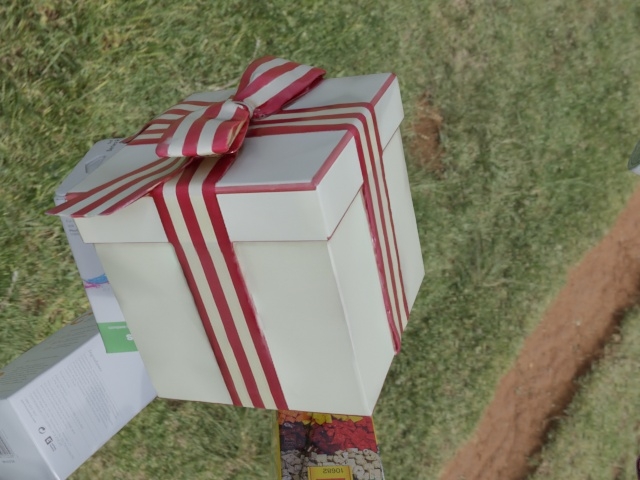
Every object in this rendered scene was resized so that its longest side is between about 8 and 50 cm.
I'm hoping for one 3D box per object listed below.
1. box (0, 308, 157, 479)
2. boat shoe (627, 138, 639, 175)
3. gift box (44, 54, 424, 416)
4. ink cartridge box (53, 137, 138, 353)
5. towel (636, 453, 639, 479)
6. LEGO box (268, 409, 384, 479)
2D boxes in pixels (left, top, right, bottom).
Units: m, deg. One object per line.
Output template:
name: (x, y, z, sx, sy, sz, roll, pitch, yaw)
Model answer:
box: (-0.443, 0.262, 1.297, 0.345, 0.214, 0.168, -41, 111, -50)
boat shoe: (0.459, -0.126, 0.807, 0.091, 0.302, 0.114, 27, 86, 3)
gift box: (-0.069, -0.010, 0.649, 0.255, 0.276, 0.258, -64, 147, -55)
ink cartridge box: (-0.218, 0.002, 0.844, 0.154, 0.093, 0.213, -83, 166, -59)
towel: (0.541, 0.477, 1.040, 0.329, 0.037, 0.237, 45, 32, -41)
LEGO box: (-0.004, 0.584, 1.459, 0.193, 0.373, 0.501, 1, 126, -7)
